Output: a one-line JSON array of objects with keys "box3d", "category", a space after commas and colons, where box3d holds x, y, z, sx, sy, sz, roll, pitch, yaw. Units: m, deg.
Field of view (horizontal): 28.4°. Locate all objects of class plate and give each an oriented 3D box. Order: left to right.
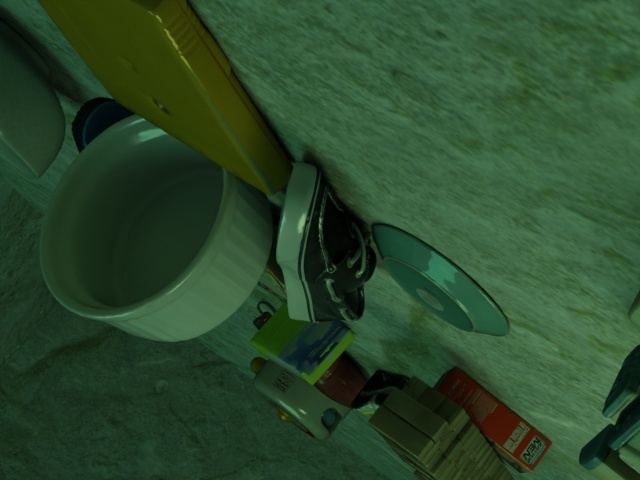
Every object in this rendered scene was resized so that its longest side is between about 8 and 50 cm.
[{"box3d": [0.124, 0.051, 1.383, 0.188, 0.024, 0.188, 37, 168, 9], "category": "plate"}]

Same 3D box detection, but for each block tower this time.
[{"box3d": [0.179, 0.301, 1.732, 0.097, 0.091, 0.335, 33, 168, 35], "category": "block tower"}]

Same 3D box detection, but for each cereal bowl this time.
[{"box3d": [-0.513, -0.253, 1.914, 0.339, 0.141, 0.339, 37, 168, 9], "category": "cereal bowl"}]

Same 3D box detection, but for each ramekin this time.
[{"box3d": [-0.191, -0.010, 1.540, 0.277, 0.277, 0.135, 30, 173, 39], "category": "ramekin"}]

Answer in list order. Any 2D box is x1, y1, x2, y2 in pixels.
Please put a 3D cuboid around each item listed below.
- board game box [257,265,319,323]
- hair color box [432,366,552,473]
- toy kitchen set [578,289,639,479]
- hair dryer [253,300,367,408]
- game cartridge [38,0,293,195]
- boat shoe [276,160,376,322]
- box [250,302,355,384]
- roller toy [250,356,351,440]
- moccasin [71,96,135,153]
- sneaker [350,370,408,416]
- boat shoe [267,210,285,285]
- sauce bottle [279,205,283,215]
[{"box3d": [-0.083, 0.036, 1.915, 0.193, 0.045, 0.147, 32, 166, 35], "category": "board game box"}, {"box3d": [0.229, 0.249, 1.743, 0.167, 0.053, 0.093, 37, 168, 4], "category": "hair color box"}, {"box3d": [0.269, 0.080, 0.950, 0.122, 0.166, 0.207, 38, 132, 4], "category": "toy kitchen set"}, {"box3d": [0.000, 0.212, 2.340, 0.293, 0.080, 0.223, 45, -176, -2], "category": "hair dryer"}, {"box3d": [-0.187, -0.203, 1.336, 0.285, 0.053, 0.324, 32, 164, 32], "category": "game cartridge"}, {"box3d": [0.012, 0.013, 1.411, 0.102, 0.108, 0.301, 9, 150, 8], "category": "boat shoe"}, {"box3d": [-0.026, 0.164, 2.069, 0.178, 0.109, 0.042, 25, 158, 51], "category": "box"}, {"box3d": [-0.033, 0.297, 2.509, 0.209, 0.146, 0.191, 43, 168, -14], "category": "roller toy"}, {"box3d": [-0.235, -0.076, 1.744, 0.117, 0.138, 0.342, 34, 167, 46], "category": "moccasin"}, {"box3d": [0.122, 0.279, 2.124, 0.094, 0.081, 0.208, 40, 168, -13], "category": "sneaker"}, {"box3d": [-0.044, 0.005, 1.647, 0.073, 0.073, 0.207, -4, -150, -46], "category": "boat shoe"}, {"box3d": [0.000, 0.000, 1.534, 0.128, 0.042, 0.042, 48, 166, -30], "category": "sauce bottle"}]
